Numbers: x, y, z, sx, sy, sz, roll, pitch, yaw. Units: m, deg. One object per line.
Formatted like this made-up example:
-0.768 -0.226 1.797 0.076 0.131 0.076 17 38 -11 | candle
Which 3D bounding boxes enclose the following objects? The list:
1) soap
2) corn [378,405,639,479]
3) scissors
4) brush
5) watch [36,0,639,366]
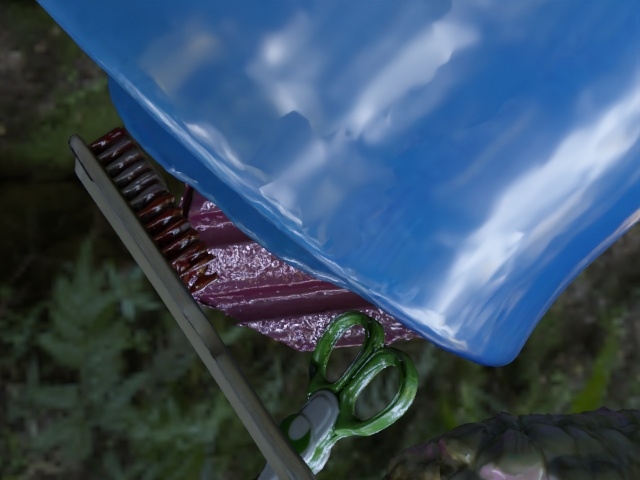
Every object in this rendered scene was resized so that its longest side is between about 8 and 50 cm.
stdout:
0.000 0.000 1.458 0.289 0.182 0.112 -10 -164 17 | soap
0.171 0.117 0.647 0.335 0.126 0.126 9 162 -25 | corn
-0.013 0.148 1.249 0.027 0.101 0.204 31 101 -41 | scissors
-0.074 0.052 1.162 0.050 0.321 0.060 -29 159 -15 | brush
-0.003 -0.120 0.512 0.241 0.305 0.274 -48 171 10 | watch
